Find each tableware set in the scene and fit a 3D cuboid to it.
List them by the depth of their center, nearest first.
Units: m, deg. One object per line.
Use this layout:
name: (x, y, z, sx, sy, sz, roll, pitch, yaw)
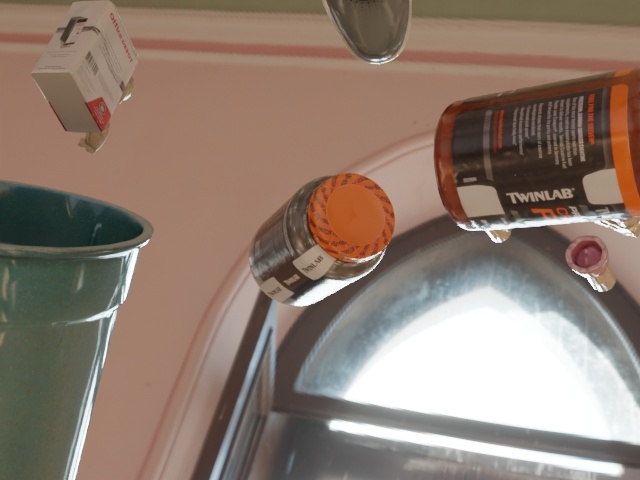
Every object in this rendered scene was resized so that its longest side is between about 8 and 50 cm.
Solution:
tableware set: (-0.336, -0.222, 1.235, 0.020, 0.141, 0.169, 23, -68, -42)

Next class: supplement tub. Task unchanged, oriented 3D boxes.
supplement tub: (0.189, -0.065, 0.578, 0.198, 0.106, 0.106, -5, -44, 34)
supplement tub: (0.000, 0.000, 0.887, 0.117, 0.117, 0.190, 28, -24, -12)

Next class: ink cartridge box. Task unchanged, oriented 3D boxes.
ink cartridge box: (-0.286, -0.214, 0.984, 0.056, 0.135, 0.099, 2, -37, 15)

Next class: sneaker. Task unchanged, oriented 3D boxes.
sneaker: (0.037, -0.321, 0.828, 0.124, 0.178, 0.295, -11, -71, 10)

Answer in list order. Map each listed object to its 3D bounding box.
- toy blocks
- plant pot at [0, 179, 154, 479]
toy blocks: (0.409, -0.128, 1.345, 0.288, 0.309, 0.260, 29, -6, 40)
plant pot: (-0.387, 0.121, 0.908, 0.341, 0.341, 0.334, 13, -80, 6)
